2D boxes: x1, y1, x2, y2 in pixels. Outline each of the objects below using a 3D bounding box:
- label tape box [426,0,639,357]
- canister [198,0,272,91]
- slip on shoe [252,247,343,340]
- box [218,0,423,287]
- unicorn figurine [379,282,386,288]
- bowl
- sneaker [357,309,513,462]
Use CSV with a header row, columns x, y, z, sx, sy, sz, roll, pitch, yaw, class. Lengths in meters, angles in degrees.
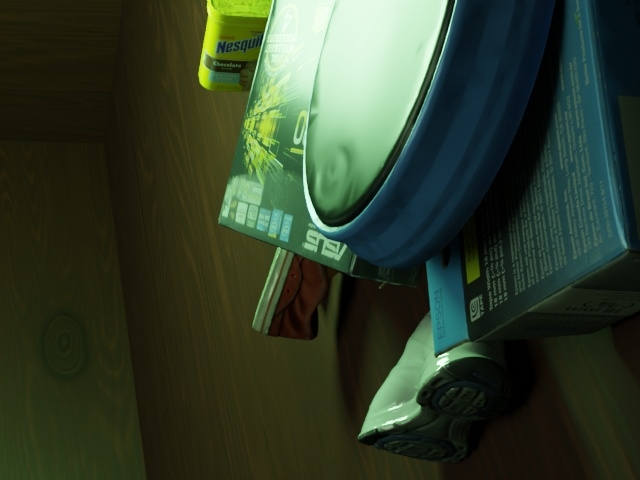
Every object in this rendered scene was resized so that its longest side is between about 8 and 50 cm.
x,y,z,sx,sy,sz,roll,pitch,yaw,class
0.195,-0.052,1.023,0.334,0.106,0.241,135,135,-65,label tape box
-0.136,-0.333,2.075,0.170,0.126,0.073,107,157,-47,canister
0.000,0.000,1.678,0.123,0.101,0.331,-76,6,-61,slip on shoe
0.022,-0.137,1.447,0.395,0.097,0.318,21,100,63,box
0.105,-0.032,1.415,0.162,0.060,0.111,-87,6,-57,unicorn figurine
0.080,-0.171,1.086,0.391,0.077,0.391,-165,90,-74,bowl
0.125,0.147,1.296,0.297,0.111,0.129,126,157,-56,sneaker
